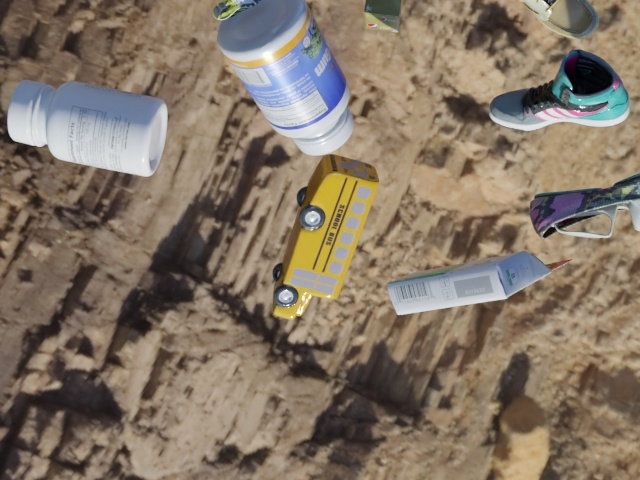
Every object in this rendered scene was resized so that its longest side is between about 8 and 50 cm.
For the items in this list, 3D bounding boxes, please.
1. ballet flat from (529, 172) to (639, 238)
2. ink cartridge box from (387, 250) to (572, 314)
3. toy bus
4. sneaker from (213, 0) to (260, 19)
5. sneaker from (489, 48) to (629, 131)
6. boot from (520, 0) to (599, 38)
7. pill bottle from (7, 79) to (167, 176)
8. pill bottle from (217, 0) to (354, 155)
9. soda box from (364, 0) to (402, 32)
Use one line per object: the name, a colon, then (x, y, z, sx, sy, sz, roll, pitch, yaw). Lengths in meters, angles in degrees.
ballet flat: (0.396, -0.044, 1.094, 0.077, 0.222, 0.079, 22, 58, -61)
ink cartridge box: (0.232, 0.046, 1.163, 0.225, 0.181, 0.056, -20, 94, -49)
toy bus: (0.000, 0.000, 1.601, 0.108, 0.130, 0.332, -100, -154, -63)
sneaker: (-0.126, -0.358, 1.220, 0.083, 0.035, 0.031, -26, 104, -7)
sneaker: (0.497, -0.317, 1.712, 0.178, 0.296, 0.123, 54, 41, -58)
boot: (0.368, -0.426, 1.365, 0.077, 0.213, 0.165, -50, 161, 20)
pill bottle: (-0.375, -0.188, 1.313, 0.131, 0.229, 0.131, -169, -90, -89)
pill bottle: (-0.043, -0.266, 1.329, 0.152, 0.152, 0.272, -57, 142, -17)
soda box: (0.111, -0.434, 1.307, 0.061, 0.058, 0.181, 69, 29, -79)
